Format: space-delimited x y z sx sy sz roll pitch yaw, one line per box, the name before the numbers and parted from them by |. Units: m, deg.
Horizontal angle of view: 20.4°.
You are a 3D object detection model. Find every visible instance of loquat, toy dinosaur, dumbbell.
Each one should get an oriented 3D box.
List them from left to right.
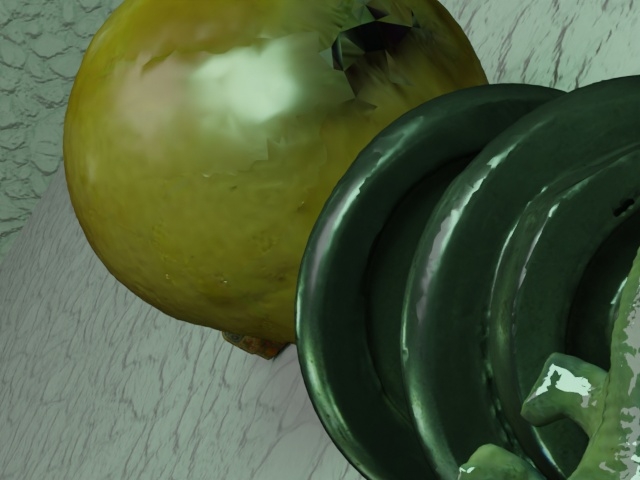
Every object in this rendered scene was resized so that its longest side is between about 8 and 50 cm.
loquat | -0.022 -0.052 1.064 0.263 0.263 0.263 -55 19 28
dumbbell | 0.099 0.031 0.701 0.192 0.192 0.290 -65 17 -4
toy dinosaur | 0.124 0.115 0.528 0.248 0.188 0.075 -64 -15 -1

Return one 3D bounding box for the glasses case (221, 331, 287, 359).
glasses case | 0.000 0.000 1.296 0.218 0.049 0.075 -47 24 44
